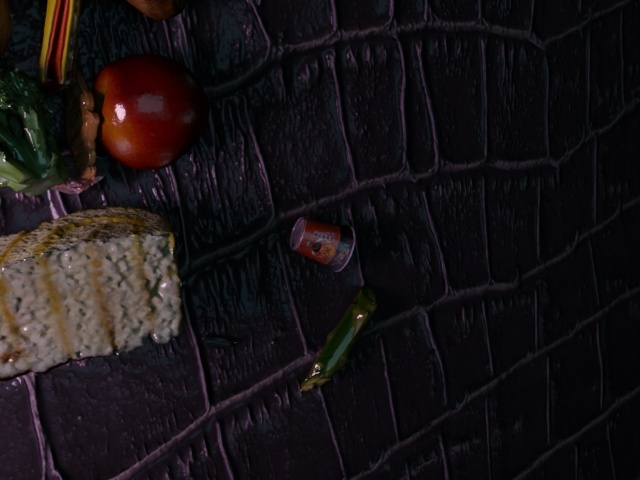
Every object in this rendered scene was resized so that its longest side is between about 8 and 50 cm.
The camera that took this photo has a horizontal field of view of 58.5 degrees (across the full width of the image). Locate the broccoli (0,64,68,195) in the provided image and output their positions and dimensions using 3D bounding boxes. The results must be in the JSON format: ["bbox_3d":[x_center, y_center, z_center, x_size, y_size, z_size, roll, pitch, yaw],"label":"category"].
[{"bbox_3d":[-0.576,-0.178,1.002,0.245,0.265,0.294,47,29,2],"label":"broccoli"}]

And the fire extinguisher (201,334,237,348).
[{"bbox_3d":[-0.244,0.248,1.378,0.083,0.025,0.038,13,128,-29],"label":"fire extinguisher"}]

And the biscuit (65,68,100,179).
[{"bbox_3d":[-0.474,-0.234,1.123,0.035,0.162,0.250,1,65,-41],"label":"biscuit"}]

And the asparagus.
[{"bbox_3d":[0.057,0.267,1.514,0.343,0.085,0.082,-55,141,-14],"label":"asparagus"}]

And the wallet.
[{"bbox_3d":[-0.494,-0.403,1.088,0.067,0.141,0.242,7,90,-33],"label":"wallet"}]

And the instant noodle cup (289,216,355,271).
[{"bbox_3d":[0.000,0.001,1.433,0.135,0.127,0.127,19,87,-21],"label":"instant noodle cup"}]

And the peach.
[{"bbox_3d":[-0.340,-0.258,1.163,0.243,0.199,0.244,-11,110,-32],"label":"peach"}]

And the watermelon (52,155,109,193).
[{"bbox_3d":[-0.521,-0.132,1.148,0.180,0.094,0.081,0,100,-11],"label":"watermelon"}]

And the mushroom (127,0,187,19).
[{"bbox_3d":[-0.321,-0.579,1.130,0.283,0.195,0.264,11,86,-56],"label":"mushroom"}]

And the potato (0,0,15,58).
[{"bbox_3d":[-0.669,-0.393,0.942,0.300,0.237,0.289,-6,100,-28],"label":"potato"}]

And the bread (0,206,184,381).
[{"bbox_3d":[-0.481,0.083,1.106,0.394,0.264,0.240,-13,114,-26],"label":"bread"}]
